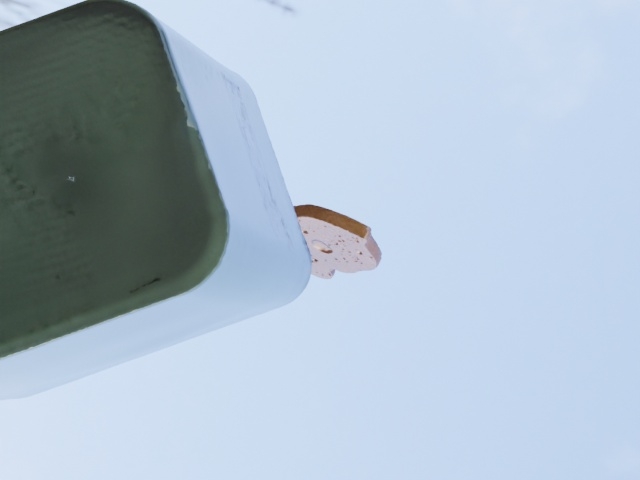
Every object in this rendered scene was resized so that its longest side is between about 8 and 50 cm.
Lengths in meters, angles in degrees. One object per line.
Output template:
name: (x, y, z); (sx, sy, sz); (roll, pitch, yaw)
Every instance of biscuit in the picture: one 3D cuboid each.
biscuit: (0.000, 0.000, 1.400); (0.130, 0.102, 0.019); (-21, -136, 57)

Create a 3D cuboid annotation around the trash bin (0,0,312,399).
trash bin: (-0.133, -0.006, 0.810); (0.343, 0.223, 0.158); (12, 59, -88)
